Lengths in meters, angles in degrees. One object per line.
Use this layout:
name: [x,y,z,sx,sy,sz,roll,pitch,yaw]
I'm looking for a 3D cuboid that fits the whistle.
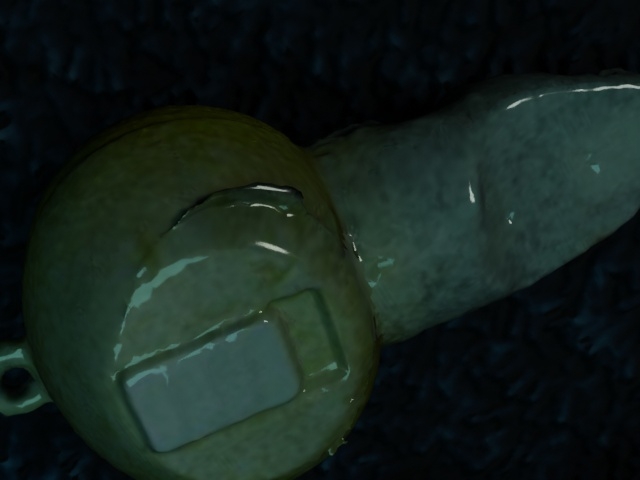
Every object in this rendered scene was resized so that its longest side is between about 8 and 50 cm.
whistle: [0.000,0.000,0.376,0.223,0.123,0.122,-23,116,-8]
